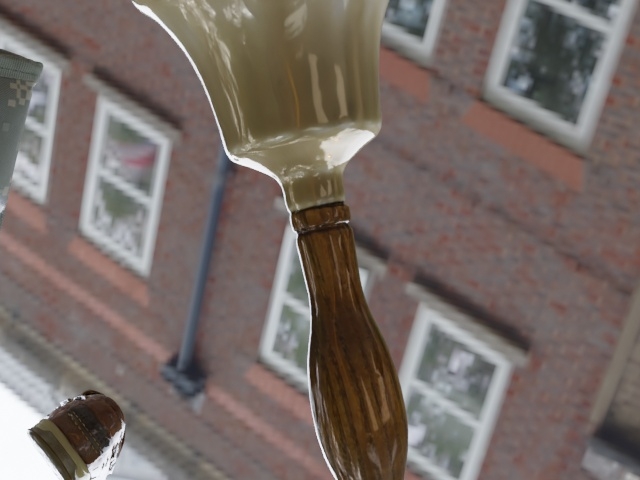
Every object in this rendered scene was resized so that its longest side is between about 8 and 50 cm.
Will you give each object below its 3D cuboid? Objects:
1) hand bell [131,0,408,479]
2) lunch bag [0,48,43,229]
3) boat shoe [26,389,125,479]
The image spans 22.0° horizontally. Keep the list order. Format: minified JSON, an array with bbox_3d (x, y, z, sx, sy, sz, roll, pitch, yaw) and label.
[{"bbox_3d":[0.000,0.000,0.693,0.126,0.242,0.126,-10,178,0],"label":"hand bell"},{"bbox_3d":[-0.328,-0.019,0.895,0.287,0.235,0.169,6,-170,-46],"label":"lunch bag"},{"bbox_3d":[-0.159,0.136,1.118,0.060,0.178,0.064,-37,-91,-13],"label":"boat shoe"}]
